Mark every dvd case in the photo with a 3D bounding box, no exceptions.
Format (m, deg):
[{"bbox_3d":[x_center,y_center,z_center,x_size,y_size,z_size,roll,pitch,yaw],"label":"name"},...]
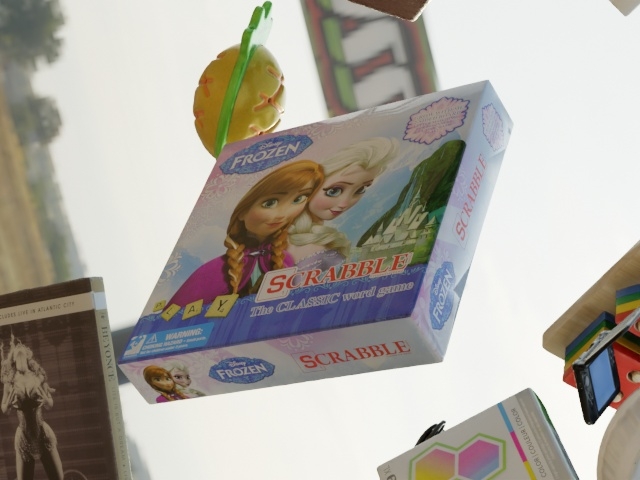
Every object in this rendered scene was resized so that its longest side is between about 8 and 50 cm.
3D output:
[{"bbox_3d":[-0.200,0.145,1.094,0.165,0.018,0.221,-11,-93,38],"label":"dvd case"}]

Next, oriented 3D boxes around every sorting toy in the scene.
[{"bbox_3d":[0.457,0.137,1.951,0.255,0.257,0.089,-51,-163,39],"label":"sorting toy"}]

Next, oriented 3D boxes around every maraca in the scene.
[{"bbox_3d":[-0.083,-0.170,1.674,0.127,0.099,0.185,-65,171,-71],"label":"maraca"}]

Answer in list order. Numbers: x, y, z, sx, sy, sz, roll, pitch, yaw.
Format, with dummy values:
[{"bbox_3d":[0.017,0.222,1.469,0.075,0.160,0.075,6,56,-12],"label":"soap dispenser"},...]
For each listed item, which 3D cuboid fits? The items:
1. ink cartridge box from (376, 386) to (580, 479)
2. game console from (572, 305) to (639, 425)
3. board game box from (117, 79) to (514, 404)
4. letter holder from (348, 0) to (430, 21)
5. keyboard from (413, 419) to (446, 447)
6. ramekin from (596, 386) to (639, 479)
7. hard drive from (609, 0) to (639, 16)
[{"bbox_3d":[0.114,0.224,1.300,0.062,0.209,0.109,55,10,-41],"label":"ink cartridge box"},{"bbox_3d":[0.325,0.131,1.666,0.122,0.071,0.107,-29,108,-60],"label":"game console"},{"bbox_3d":[0.000,0.000,1.450,0.066,0.319,0.318,57,37,-32],"label":"board game box"},{"bbox_3d":[0.041,-0.342,1.336,0.302,0.214,0.152,134,-31,-69],"label":"letter holder"},{"bbox_3d":[0.079,0.288,1.497,0.033,0.317,0.201,38,10,-22],"label":"keyboard"},{"bbox_3d":[0.458,0.286,1.787,0.127,0.273,0.272,-12,86,-81],"label":"ramekin"},{"bbox_3d":[0.420,-0.454,1.885,0.203,0.307,0.040,47,31,3],"label":"hard drive"}]
